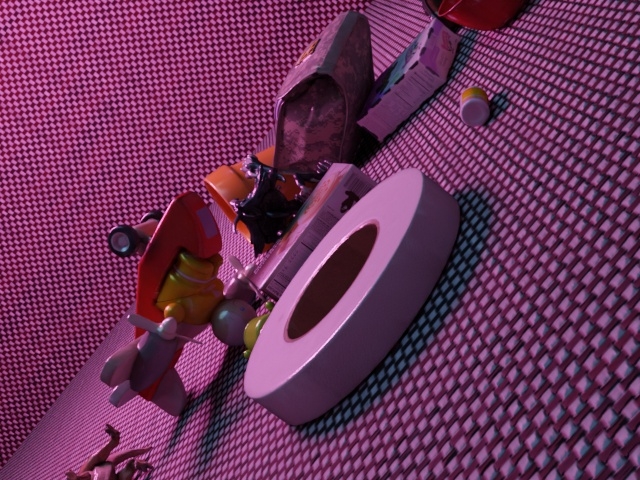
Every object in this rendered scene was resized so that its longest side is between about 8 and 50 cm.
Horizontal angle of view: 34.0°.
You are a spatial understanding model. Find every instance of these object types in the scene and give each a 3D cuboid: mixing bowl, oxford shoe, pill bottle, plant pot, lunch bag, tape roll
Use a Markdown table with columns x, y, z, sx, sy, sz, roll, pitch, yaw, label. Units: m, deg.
| x | y | z | sx | sy | sz | roll | pitch | yaw | label |
| --- | --- | --- | --- | --- | --- | --- | --- | --- | --- |
| 0.298 | -0.430 | 1.809 | 0.181 | 0.098 | 0.181 | -49 | 12 | 14 | mixing bowl |
| 0.269 | -0.502 | 2.165 | 0.096 | 0.083 | 0.227 | -40 | 18 | 32 | oxford shoe |
| 0.229 | -0.203 | 1.555 | 0.043 | 0.043 | 0.083 | -47 | 14 | 25 | pill bottle |
| -0.117 | -0.108 | 2.257 | 0.188 | 0.205 | 0.205 | -39 | 10 | -8 | plant pot |
| 0.014 | -0.292 | 2.081 | 0.235 | 0.169 | 0.287 | -66 | -12 | -45 | lunch bag |
| 0.037 | 0.073 | 1.425 | 0.392 | 0.072 | 0.392 | -50 | 12 | 15 | tape roll |

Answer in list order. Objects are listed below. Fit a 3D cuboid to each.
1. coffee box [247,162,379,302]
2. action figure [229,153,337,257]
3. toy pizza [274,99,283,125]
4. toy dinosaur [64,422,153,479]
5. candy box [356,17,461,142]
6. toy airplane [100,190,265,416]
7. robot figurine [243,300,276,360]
| x | y | z | sx | sy | sz | roll | pitch | yaw | label |
| --- | --- | --- | --- | --- | --- | --- | --- | --- | --- |
| 0.000 | 0.000 | 1.698 | 0.246 | 0.098 | 0.141 | -53 | 12 | -2 | coffee box |
| -0.076 | -0.065 | 1.823 | 0.141 | 0.164 | 0.275 | 13 | 17 | 42 | action figure |
| -0.002 | -0.288 | 2.289 | 0.201 | 0.201 | 0.032 | -46 | 35 | 30 | toy pizza |
| -0.415 | 0.465 | 1.892 | 0.200 | 0.127 | 0.296 | -54 | 5 | 27 | toy dinosaur |
| 0.169 | -0.306 | 2.000 | 0.196 | 0.070 | 0.165 | -43 | 16 | 40 | candy box |
| -0.246 | 0.153 | 1.917 | 0.384 | 0.272 | 0.386 | 72 | -145 | -58 | toy airplane |
| -0.081 | 0.150 | 1.654 | 0.115 | 0.067 | 0.101 | -24 | 43 | 66 | robot figurine |
